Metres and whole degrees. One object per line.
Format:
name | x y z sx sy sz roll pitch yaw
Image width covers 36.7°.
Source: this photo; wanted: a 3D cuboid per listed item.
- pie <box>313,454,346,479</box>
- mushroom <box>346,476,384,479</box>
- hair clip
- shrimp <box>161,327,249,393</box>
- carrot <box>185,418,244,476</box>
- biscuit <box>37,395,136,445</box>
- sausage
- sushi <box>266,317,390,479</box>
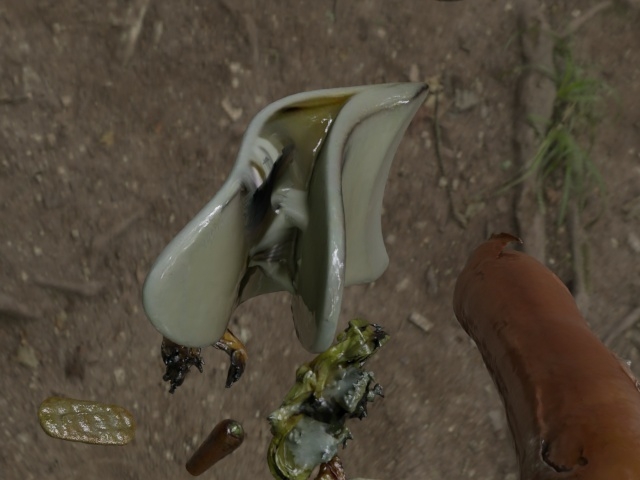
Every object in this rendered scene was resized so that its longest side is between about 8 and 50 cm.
pie | -0.008 0.438 1.555 0.088 0.033 0.191 41 76 1
mushroom | 0.149 0.607 1.639 0.325 0.353 0.353 15 64 1
hair clip | -0.016 -0.008 0.676 0.113 0.172 0.282 16 28 9
shrimp | -0.219 0.214 1.820 0.178 0.289 0.075 19 104 -13
carrot | -0.186 0.367 1.697 0.055 0.161 0.055 21 44 -22
biscuit | -0.332 0.258 1.377 0.147 0.018 0.071 14 42 -29
sausage | 0.155 0.096 0.650 0.094 0.419 0.094 28 106 -8
sushi | 0.008 0.258 1.523 0.131 0.139 0.291 37 97 14
